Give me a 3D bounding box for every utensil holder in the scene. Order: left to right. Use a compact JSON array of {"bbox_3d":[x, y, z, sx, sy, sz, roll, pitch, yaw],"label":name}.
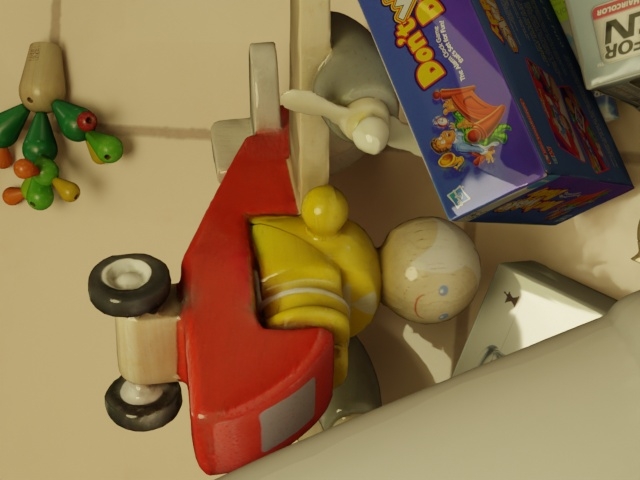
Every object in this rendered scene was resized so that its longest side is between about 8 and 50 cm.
[{"bbox_3d":[0.104,0.252,0.777,0.385,0.327,0.328,-24,79,7],"label":"utensil holder"}]

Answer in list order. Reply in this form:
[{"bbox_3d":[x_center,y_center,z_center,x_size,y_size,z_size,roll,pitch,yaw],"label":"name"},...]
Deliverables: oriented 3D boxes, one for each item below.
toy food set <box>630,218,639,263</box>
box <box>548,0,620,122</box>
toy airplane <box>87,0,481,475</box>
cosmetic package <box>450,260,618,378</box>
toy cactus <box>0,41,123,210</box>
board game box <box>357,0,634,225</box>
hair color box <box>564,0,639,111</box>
[{"bbox_3d":[0.305,-0.032,1.004,0.078,0.019,0.122,16,98,27],"label":"toy food set"},{"bbox_3d":[0.192,-0.174,1.051,0.109,0.042,0.178,-17,83,28],"label":"box"},{"bbox_3d":[0.000,0.000,1.008,0.272,0.386,0.384,8,83,10],"label":"toy airplane"},{"bbox_3d":[0.214,0.244,1.015,0.284,0.097,0.377,26,103,28],"label":"cosmetic package"},{"bbox_3d":[-0.308,-0.122,1.295,0.219,0.112,0.181,-6,78,36],"label":"toy cactus"},{"bbox_3d":[0.110,-0.184,0.938,0.078,0.233,0.347,-27,77,26],"label":"board game box"},{"bbox_3d":[0.239,-0.300,0.944,0.113,0.185,0.374,-14,84,27],"label":"hair color box"}]
